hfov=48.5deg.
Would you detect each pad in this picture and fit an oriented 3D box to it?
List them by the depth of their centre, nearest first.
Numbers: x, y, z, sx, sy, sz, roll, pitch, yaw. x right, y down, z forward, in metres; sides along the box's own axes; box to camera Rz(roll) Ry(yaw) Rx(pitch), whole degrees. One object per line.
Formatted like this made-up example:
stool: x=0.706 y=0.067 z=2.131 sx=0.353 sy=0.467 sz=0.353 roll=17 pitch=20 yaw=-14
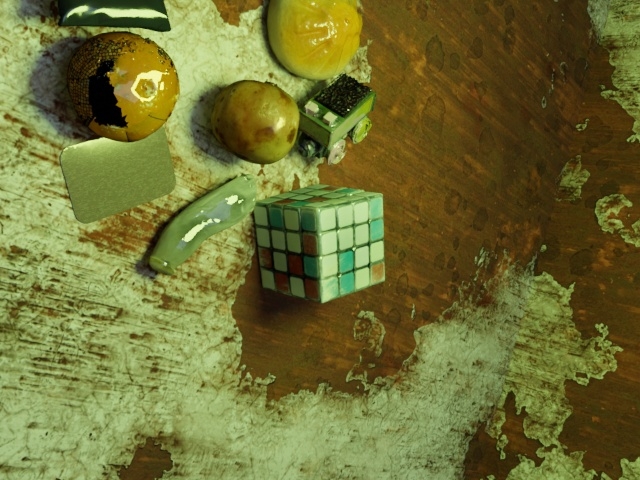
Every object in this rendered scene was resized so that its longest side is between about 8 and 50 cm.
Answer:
pad: x=-0.447 y=-0.155 z=1.602 sx=0.266 sy=0.002 sz=0.176 roll=-26 pitch=117 yaw=-39

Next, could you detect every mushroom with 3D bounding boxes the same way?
mushroom: x=-0.284 y=-0.047 z=1.732 sx=0.351 sy=0.097 sz=0.109 roll=-42 pitch=123 yaw=-27

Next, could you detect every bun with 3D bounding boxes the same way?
bun: x=0.010 y=-0.569 z=1.865 sx=0.299 sy=0.165 sz=0.298 roll=-14 pitch=110 yaw=-44

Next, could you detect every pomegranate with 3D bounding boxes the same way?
pomegranate: x=-0.151 y=-0.295 z=1.725 sx=0.215 sy=0.215 sz=0.215 roll=-12 pitch=107 yaw=-44

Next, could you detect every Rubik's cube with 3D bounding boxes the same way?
Rubik's cube: x=0.000 y=0.001 z=1.911 sx=0.259 sy=0.253 sz=0.256 roll=-19 pitch=111 yaw=-43

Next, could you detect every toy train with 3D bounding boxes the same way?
toy train: x=0.044 y=-0.326 z=1.933 sx=0.261 sy=0.134 sz=0.177 roll=-45 pitch=162 yaw=-31

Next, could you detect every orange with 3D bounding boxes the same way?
orange: x=-0.407 y=-0.319 z=1.484 sx=0.234 sy=0.182 sz=0.234 roll=-14 pitch=109 yaw=-49

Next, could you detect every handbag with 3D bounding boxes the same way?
handbag: x=-0.439 y=-0.533 z=1.454 sx=0.254 sy=0.089 sz=0.211 roll=-13 pitch=88 yaw=-43
